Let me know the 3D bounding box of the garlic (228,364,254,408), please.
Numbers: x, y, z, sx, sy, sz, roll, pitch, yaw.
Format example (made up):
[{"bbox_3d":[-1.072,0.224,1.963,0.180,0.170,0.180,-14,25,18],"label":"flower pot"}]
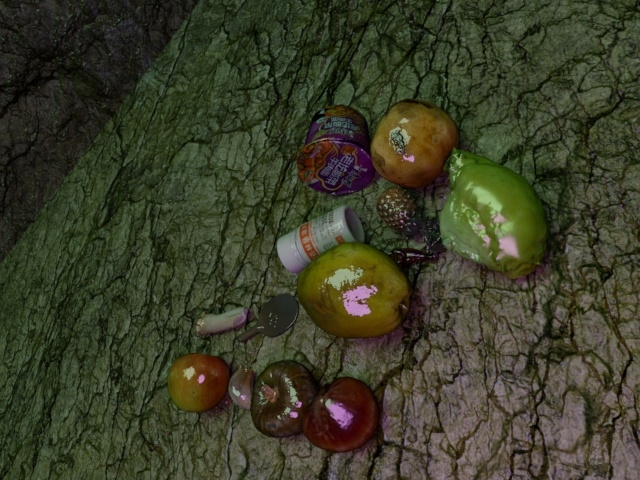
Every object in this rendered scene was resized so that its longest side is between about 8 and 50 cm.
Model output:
[{"bbox_3d":[-0.241,0.453,1.737,0.084,0.066,0.152,-22,52,24],"label":"garlic"}]

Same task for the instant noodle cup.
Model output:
[{"bbox_3d":[0.054,-0.298,1.828,0.251,0.251,0.190,-20,46,28],"label":"instant noodle cup"}]

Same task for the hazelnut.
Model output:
[{"bbox_3d":[0.047,0.448,1.455,0.203,0.178,0.178,-30,51,20],"label":"hazelnut"}]

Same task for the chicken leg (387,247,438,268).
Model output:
[{"bbox_3d":[0.229,0.064,1.612,0.205,0.053,0.093,-35,72,26],"label":"chicken leg"}]

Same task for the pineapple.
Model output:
[{"bbox_3d":[0.268,-0.055,1.613,0.125,0.125,0.251,-49,51,4],"label":"pineapple"}]

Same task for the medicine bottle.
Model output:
[{"bbox_3d":[0.000,0.000,1.757,0.251,0.144,0.145,-24,54,27],"label":"medicine bottle"}]

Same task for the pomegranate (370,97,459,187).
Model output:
[{"bbox_3d":[0.265,-0.279,1.652,0.260,0.260,0.261,-18,56,29],"label":"pomegranate"}]

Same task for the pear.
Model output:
[{"bbox_3d":[0.088,0.136,1.533,0.321,0.269,0.269,10,72,30],"label":"pear"}]

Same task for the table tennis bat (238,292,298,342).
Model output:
[{"bbox_3d":[-0.166,0.258,1.824,0.234,0.022,0.131,-33,51,15],"label":"table tennis bat"}]

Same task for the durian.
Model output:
[{"bbox_3d":[0.435,-0.061,1.441,0.339,0.204,0.256,32,101,34],"label":"durian"}]

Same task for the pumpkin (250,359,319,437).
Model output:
[{"bbox_3d":[-0.103,0.434,1.583,0.218,0.162,0.219,-22,52,31],"label":"pumpkin"}]

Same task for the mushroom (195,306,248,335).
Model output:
[{"bbox_3d":[-0.325,0.264,1.907,0.209,0.071,0.084,-15,29,27],"label":"mushroom"}]

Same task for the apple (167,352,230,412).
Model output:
[{"bbox_3d":[-0.376,0.437,1.764,0.195,0.196,0.196,-18,56,29],"label":"apple"}]
